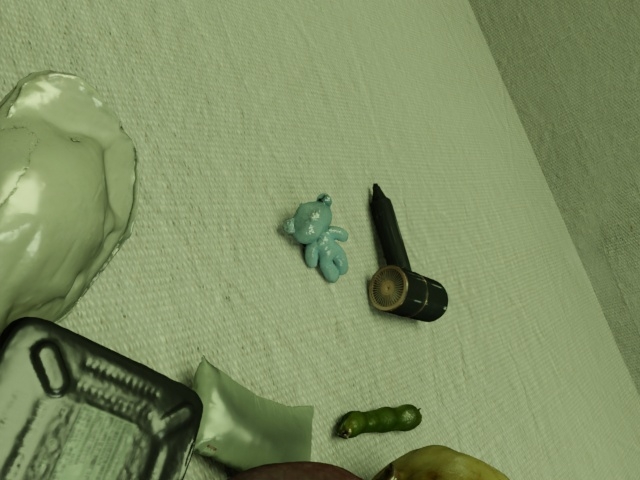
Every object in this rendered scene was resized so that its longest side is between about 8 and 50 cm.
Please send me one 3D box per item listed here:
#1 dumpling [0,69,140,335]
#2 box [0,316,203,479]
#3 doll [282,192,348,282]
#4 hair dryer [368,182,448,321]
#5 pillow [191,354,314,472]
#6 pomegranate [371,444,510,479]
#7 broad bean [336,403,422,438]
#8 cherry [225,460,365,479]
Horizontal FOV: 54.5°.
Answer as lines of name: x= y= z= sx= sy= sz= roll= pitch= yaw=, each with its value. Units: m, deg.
dumpling: x=-0.356 y=-0.015 z=0.774 sx=0.260 sy=0.181 sz=0.341 roll=49 pitch=36 yaw=-48
box: x=-0.293 y=0.268 z=0.731 sx=0.289 sy=0.073 sz=0.290 roll=38 pitch=54 yaw=-32
doll: x=-0.003 y=-0.002 z=1.267 sx=0.120 sy=0.075 sz=0.180 roll=-39 pitch=124 yaw=-23
hair dryer: x=0.183 y=0.016 z=1.456 sx=0.189 sy=0.107 sz=0.353 roll=21 pitch=49 yaw=-45
pillow: x=-0.102 y=0.289 z=0.962 sx=0.254 sy=0.078 sz=0.144 roll=33 pitch=47 yaw=-33
pomegranate: x=0.187 y=0.498 z=0.988 sx=0.332 sy=0.332 sz=0.333 roll=27 pitch=50 yaw=-38
broad bean: x=0.116 y=0.351 z=1.206 sx=0.256 sy=0.052 sz=0.052 roll=9 pitch=100 yaw=-46
cherry: x=-0.033 y=0.425 z=0.823 sx=0.221 sy=0.307 sz=0.261 roll=115 pitch=-46 yaw=-81
